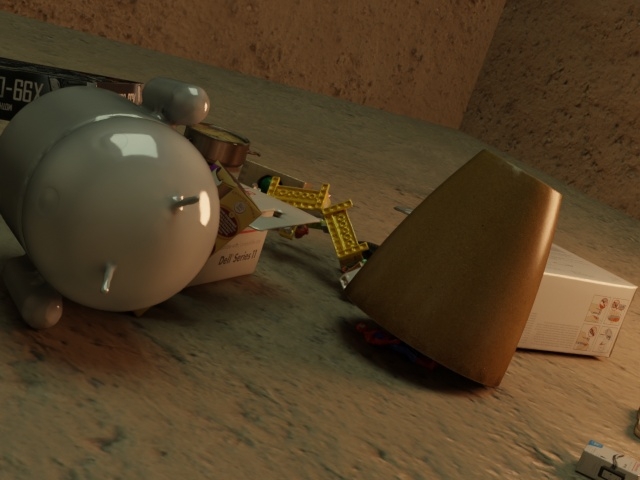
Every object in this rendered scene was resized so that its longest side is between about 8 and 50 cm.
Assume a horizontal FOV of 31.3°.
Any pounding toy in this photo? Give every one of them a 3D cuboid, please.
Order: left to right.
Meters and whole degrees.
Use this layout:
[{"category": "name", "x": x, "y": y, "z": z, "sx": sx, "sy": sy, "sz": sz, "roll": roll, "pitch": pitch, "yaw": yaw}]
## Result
[{"category": "pounding toy", "x": -0.096, "y": -0.073, "z": 1.920, "sx": 0.130, "sy": 0.100, "sz": 0.141, "roll": 21, "pitch": 3, "yaw": 5}]

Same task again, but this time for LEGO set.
[{"category": "LEGO set", "x": 0.000, "y": 0.000, "z": 1.734, "sx": 0.287, "sy": 0.132, "sz": 0.107, "roll": 31, "pitch": -21, "yaw": 27}]

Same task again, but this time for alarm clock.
[{"category": "alarm clock", "x": -0.220, "y": -0.187, "z": 2.221, "sx": 0.192, "sy": 0.064, "sz": 0.129, "roll": 9, "pitch": 17, "yaw": -45}]

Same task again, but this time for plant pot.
[{"category": "plant pot", "x": 0.194, "y": 0.018, "z": 1.479, "sx": 0.237, "sy": 0.254, "sz": 0.237, "roll": 29, "pitch": 7, "yaw": -4}]

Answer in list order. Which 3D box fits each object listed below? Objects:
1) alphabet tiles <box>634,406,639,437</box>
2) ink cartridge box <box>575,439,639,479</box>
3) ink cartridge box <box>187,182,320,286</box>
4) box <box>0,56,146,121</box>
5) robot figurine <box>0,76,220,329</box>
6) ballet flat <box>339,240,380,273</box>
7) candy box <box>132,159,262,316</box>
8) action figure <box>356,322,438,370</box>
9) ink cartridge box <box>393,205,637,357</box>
[{"category": "alphabet tiles", "x": 0.556, "y": 0.289, "z": 1.508, "sx": 0.284, "sy": 0.021, "sz": 0.278, "roll": 23, "pitch": 14, "yaw": 15}, {"category": "ink cartridge box", "x": 0.337, "y": 0.261, "z": 1.296, "sx": 0.083, "sy": 0.028, "sz": 0.048, "roll": 24, "pitch": 15, "yaw": 19}, {"category": "ink cartridge box", "x": -0.202, "y": -0.036, "z": 1.533, "sx": 0.353, "sy": 0.119, "sz": 0.207, "roll": 23, "pitch": 13, "yaw": 21}, {"category": "box", "x": -0.422, "y": -0.211, "z": 1.597, "sx": 0.307, "sy": 0.076, "sz": 0.242, "roll": 11, "pitch": 8, "yaw": 6}, {"category": "robot figurine", "x": -0.228, "y": -0.048, "z": 1.202, "sx": 0.200, "sy": 0.300, "sz": 0.353, "roll": 33, "pitch": 2, "yaw": -31}, {"category": "ballet flat", "x": 0.123, "y": 0.060, "z": 1.704, "sx": 0.058, "sy": 0.084, "sz": 0.250, "roll": 5, "pitch": 13, "yaw": -40}, {"category": "candy box", "x": -0.164, "y": -0.004, "z": 1.332, "sx": 0.053, "sy": 0.186, "sz": 0.109, "roll": 49, "pitch": 1, "yaw": -25}, {"category": "action figure", "x": 0.099, "y": 0.133, "z": 1.480, "sx": 0.115, "sy": 0.030, "sz": 0.038, "roll": 21, "pitch": 16, "yaw": 16}, {"category": "ink cartridge box", "x": 0.283, "y": 0.063, "z": 1.789, "sx": 0.309, "sy": 0.130, "sz": 0.272, "roll": 9, "pitch": 15, "yaw": -36}]
